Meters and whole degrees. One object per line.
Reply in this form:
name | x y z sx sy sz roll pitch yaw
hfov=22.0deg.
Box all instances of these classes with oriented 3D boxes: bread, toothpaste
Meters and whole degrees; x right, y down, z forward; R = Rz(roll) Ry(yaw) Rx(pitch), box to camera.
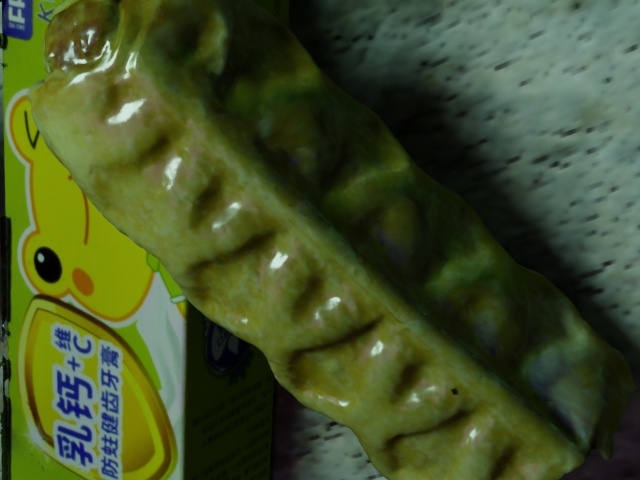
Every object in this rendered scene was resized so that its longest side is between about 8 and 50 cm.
bread | 0.001 -0.001 0.634 0.269 0.087 0.098 43 111 -10
toothpaste | -0.081 -0.020 0.742 0.110 0.077 0.327 14 113 28
